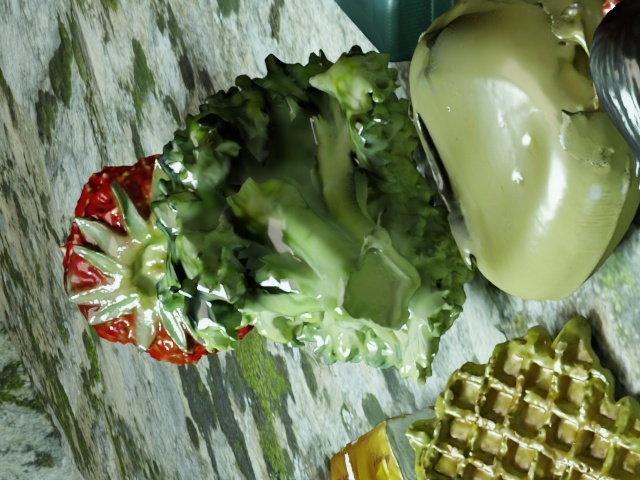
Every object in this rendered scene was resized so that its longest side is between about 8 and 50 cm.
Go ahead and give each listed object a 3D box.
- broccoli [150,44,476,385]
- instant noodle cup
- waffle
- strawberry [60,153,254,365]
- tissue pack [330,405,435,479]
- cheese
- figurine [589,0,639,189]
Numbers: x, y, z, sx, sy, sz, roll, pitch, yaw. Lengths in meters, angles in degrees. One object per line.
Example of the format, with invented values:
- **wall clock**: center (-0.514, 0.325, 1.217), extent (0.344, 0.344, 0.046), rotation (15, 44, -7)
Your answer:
- **broccoli**: center (0.000, 0.011, 1.807), extent (0.348, 0.293, 0.281), rotation (60, 171, -19)
- **instant noodle cup**: center (0.064, -0.248, 1.816), extent (0.179, 0.070, 0.157), rotation (53, 154, 43)
- **waffle**: center (0.192, 0.199, 1.718), extent (0.243, 0.059, 0.237), rotation (-33, 63, 34)
- **strawberry**: center (-0.189, 0.004, 2.493), extent (0.343, 0.292, 0.292), rotation (-97, -6, -78)
- **tissue pack**: center (0.101, 0.290, 2.136), extent (0.183, 0.092, 0.226), rotation (70, 158, 10)
- **cheese**: center (0.173, -0.096, 1.572), extent (0.259, 0.128, 0.316), rotation (61, 165, 11)
- **figurine**: center (0.258, -0.068, 1.379), extent (0.138, 0.110, 0.245), rotation (39, 149, 63)
